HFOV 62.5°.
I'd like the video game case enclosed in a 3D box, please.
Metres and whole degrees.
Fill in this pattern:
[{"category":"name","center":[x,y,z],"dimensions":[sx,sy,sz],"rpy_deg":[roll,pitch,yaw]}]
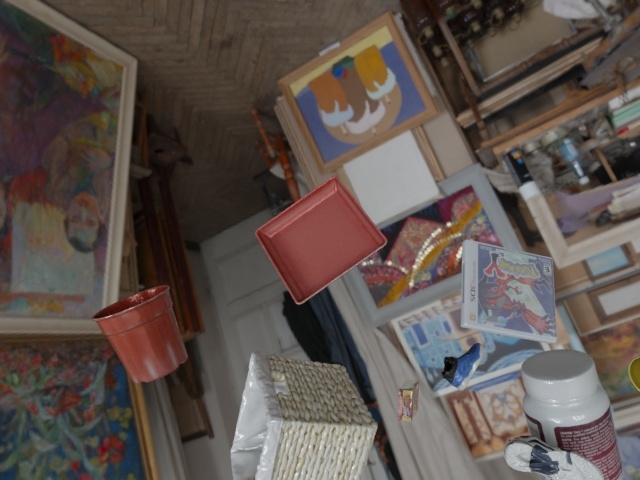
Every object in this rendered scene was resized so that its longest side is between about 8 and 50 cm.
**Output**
[{"category":"video game case","center":[0.381,0.102,1.069],"dimensions":[0.201,0.183,0.023],"rpy_deg":[12,157,-10]}]

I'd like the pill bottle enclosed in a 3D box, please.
[{"category":"pill bottle","center":[0.697,0.522,1.473],"dimensions":[0.224,0.392,0.224],"rpy_deg":[-15,-170,3]}]

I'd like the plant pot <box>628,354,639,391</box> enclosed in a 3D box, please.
[{"category":"plant pot","center":[0.829,0.310,1.262],"dimensions":[0.095,0.134,0.134],"rpy_deg":[-28,168,-29]}]

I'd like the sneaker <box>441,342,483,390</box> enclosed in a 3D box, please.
[{"category":"sneaker","center":[0.407,0.347,1.529],"dimensions":[0.152,0.084,0.058],"rpy_deg":[-56,-177,-16]}]

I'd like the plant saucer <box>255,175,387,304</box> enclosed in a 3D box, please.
[{"category":"plant saucer","center":[0.000,0.000,1.306],"dimensions":[0.259,0.258,0.048],"rpy_deg":[-36,146,2]}]

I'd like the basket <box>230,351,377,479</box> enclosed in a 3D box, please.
[{"category":"basket","center":[-0.060,0.501,1.303],"dimensions":[0.266,0.331,0.328],"rpy_deg":[11,-168,-16]}]

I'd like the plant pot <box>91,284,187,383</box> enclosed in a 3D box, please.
[{"category":"plant pot","center":[-0.602,0.329,1.822],"dimensions":[0.272,0.265,0.272],"rpy_deg":[-19,-171,3]}]

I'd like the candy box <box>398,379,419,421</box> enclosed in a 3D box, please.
[{"category":"candy box","center":[0.323,0.581,1.926],"dimensions":[0.053,0.109,0.186],"rpy_deg":[2,177,19]}]

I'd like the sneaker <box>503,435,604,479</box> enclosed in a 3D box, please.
[{"category":"sneaker","center":[0.595,0.567,1.370],"dimensions":[0.235,0.094,0.153],"rpy_deg":[6,177,15]}]
